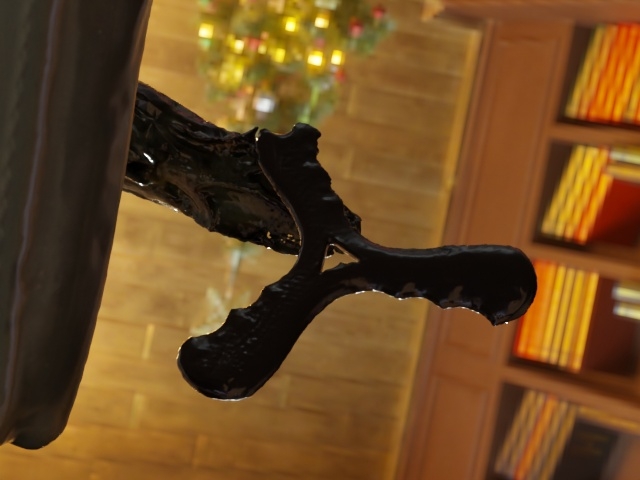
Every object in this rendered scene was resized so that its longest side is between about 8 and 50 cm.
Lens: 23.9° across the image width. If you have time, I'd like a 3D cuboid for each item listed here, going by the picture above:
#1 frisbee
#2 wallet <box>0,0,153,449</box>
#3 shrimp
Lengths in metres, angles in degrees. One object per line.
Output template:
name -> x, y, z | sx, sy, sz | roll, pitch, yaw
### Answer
frisbee -> 0.000, 0.000, 0.887 | 0.211, 0.187, 0.012 | -20, 146, -11
wallet -> -0.222, -0.047, 0.635 | 0.360, 0.252, 0.083 | 9, -177, 33
shrimp -> -0.176, -0.094, 1.026 | 0.445, 0.085, 0.272 | 25, -179, 1
